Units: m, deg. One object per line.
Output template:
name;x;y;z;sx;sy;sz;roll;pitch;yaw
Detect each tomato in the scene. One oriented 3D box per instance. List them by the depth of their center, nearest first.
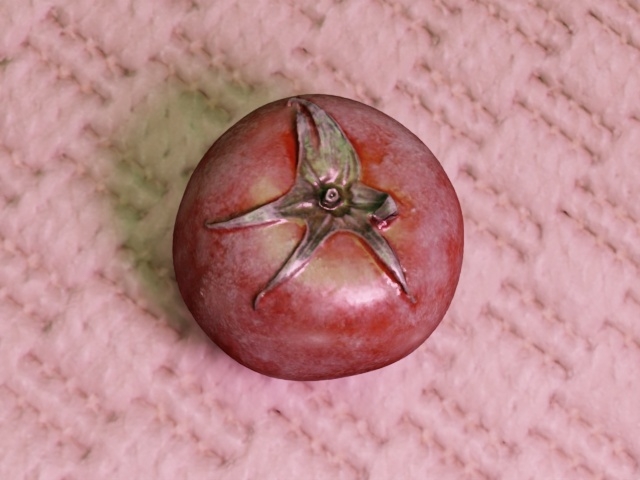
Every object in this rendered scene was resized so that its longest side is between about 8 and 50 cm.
tomato;0.000;0.000;1.975;0.316;0.282;0.317;4;66;-9
